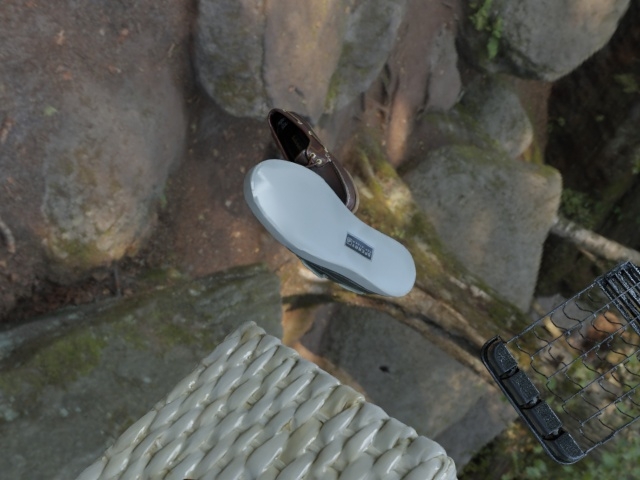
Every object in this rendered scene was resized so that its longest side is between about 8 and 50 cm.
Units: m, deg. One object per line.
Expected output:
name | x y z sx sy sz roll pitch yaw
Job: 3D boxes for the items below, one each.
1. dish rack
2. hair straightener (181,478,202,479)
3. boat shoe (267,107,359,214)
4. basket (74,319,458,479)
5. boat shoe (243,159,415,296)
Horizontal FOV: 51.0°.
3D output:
dish rack | 0.395 0.168 0.958 0.272 0.208 0.074 -34 167 1
hair straightener | -0.024 0.214 0.505 0.231 0.089 0.047 -22 -147 40
boat shoe | -0.018 -0.118 1.019 0.073 0.207 0.073 -42 153 12
basket | -0.057 0.320 0.693 0.331 0.328 0.266 -43 136 -23
boat shoe | 0.000 0.000 0.671 0.219 0.070 0.077 36 60 -31
